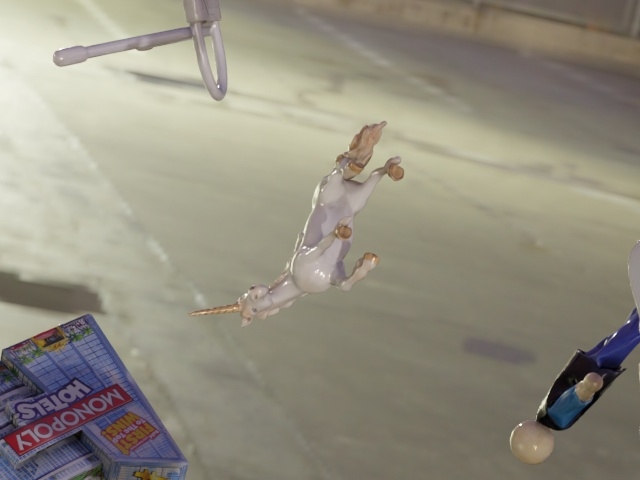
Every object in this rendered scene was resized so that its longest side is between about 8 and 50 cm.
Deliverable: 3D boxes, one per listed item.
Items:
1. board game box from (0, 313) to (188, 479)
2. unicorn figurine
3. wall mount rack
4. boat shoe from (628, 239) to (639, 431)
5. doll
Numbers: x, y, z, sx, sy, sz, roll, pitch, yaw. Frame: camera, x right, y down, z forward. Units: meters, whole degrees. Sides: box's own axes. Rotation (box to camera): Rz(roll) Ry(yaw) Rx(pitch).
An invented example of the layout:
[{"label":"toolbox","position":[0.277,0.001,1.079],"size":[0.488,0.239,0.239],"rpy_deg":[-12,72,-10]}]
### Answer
[{"label":"board game box","position":[-0.218,0.170,1.531],"size":[0.194,0.060,0.194],"rpy_deg":[39,42,27]},{"label":"unicorn figurine","position":[0.000,0.000,1.190],"size":[0.060,0.162,0.111],"rpy_deg":[44,-32,-11]},{"label":"wall mount rack","position":[-0.200,-0.307,1.873],"size":[0.130,0.350,0.304],"rpy_deg":[-10,6,10]},{"label":"boat shoe","position":[0.267,0.101,1.272],"size":[0.077,0.219,0.070],"rpy_deg":[-8,-27,13]},{"label":"doll","position":[0.227,0.112,1.476],"size":[0.046,0.189,0.129],"rpy_deg":[44,4,0]}]
